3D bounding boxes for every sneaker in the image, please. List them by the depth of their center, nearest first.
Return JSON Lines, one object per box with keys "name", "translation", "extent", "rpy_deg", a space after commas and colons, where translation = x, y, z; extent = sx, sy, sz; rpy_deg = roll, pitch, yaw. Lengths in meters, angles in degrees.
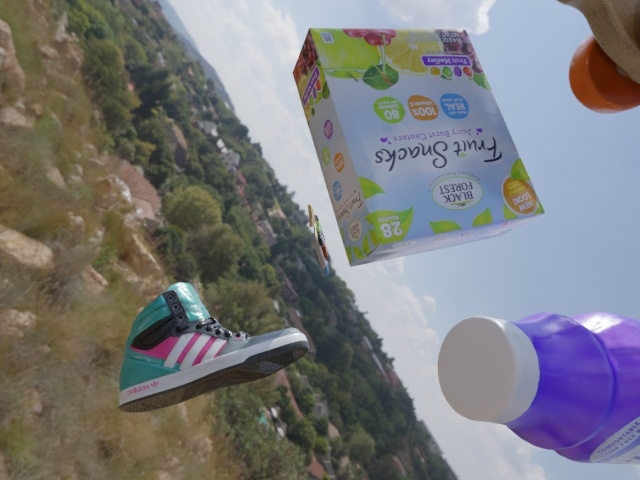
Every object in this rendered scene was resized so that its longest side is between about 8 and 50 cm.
{"name": "sneaker", "translation": [-0.179, 0.146, 0.731], "extent": [0.123, 0.296, 0.178], "rpy_deg": [81, -8, -62]}

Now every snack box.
{"name": "snack box", "translation": [0.086, -0.094, 0.426], "extent": [0.070, 0.175, 0.206], "rpy_deg": [134, -58, -65]}

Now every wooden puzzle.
{"name": "wooden puzzle", "translation": [0.000, 0.000, 0.777], "extent": [0.116, 0.014, 0.078], "rpy_deg": [70, 12, -45]}

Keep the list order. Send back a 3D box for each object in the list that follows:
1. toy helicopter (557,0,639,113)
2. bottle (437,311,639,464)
{"name": "toy helicopter", "translation": [0.278, -0.299, 0.372], "extent": [0.355, 0.235, 0.140], "rpy_deg": [52, 2, -7]}
{"name": "bottle", "translation": [0.218, 0.114, 0.352], "extent": [0.283, 0.118, 0.092], "rpy_deg": [16, 29, -27]}
